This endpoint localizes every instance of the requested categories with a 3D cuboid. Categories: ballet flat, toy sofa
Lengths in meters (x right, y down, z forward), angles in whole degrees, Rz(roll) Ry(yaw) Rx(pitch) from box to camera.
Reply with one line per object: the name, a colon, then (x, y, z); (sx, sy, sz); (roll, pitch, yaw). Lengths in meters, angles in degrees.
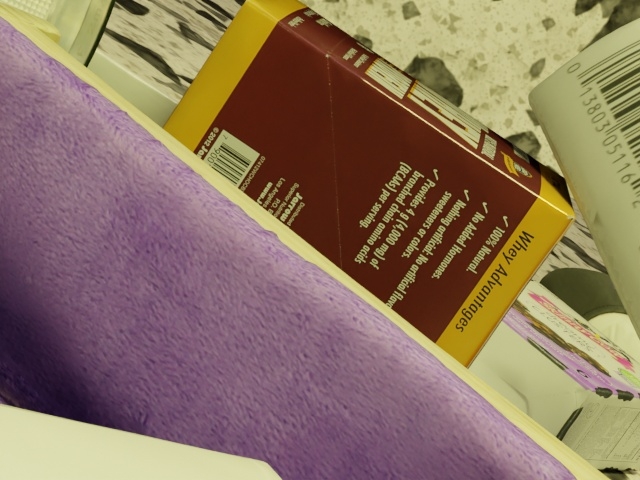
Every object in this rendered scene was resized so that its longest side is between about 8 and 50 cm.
ballet flat: (0.304, 0.122, 1.502); (0.280, 0.095, 0.096); (34, 24, 5)
toy sofa: (-0.071, 0.050, 0.627); (0.362, 0.150, 0.177); (39, 11, 23)

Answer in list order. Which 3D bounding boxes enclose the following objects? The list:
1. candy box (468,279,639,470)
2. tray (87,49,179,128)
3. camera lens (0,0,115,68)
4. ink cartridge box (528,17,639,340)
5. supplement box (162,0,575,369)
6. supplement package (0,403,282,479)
candy box: (0.157, 0.092, 1.265); (0.165, 0.070, 0.196); (40, 14, 29)
tray: (-0.062, -0.008, 1.038); (0.270, 0.145, 0.030); (32, 56, -6)
camera lens: (-0.247, -0.158, 0.825); (0.274, 0.219, 0.219); (25, 15, -37)
ink cartridge box: (0.266, 0.105, 0.916); (0.385, 0.091, 0.308); (47, 17, -37)
supplement box: (0.000, 0.000, 0.917); (0.194, 0.191, 0.129); (34, 12, -1)
supplement package: (-0.063, 0.136, 0.294); (0.203, 0.149, 0.194); (21, 17, -47)
